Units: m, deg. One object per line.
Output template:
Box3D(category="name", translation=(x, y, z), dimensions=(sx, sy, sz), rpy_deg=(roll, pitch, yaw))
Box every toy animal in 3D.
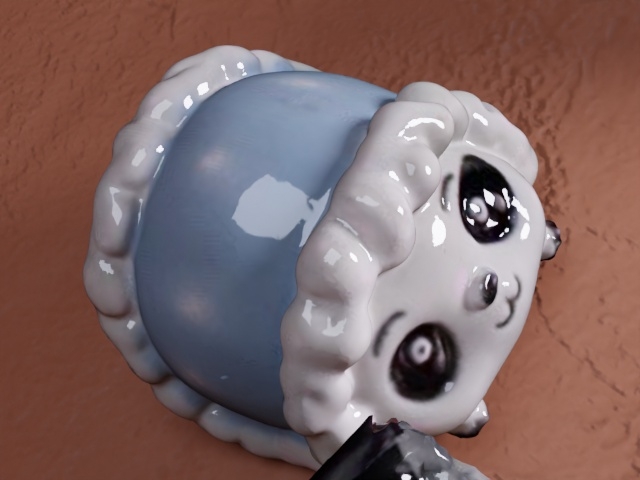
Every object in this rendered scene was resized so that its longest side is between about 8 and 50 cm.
Box3D(category="toy animal", translation=(0.000, 0.000, 0.678), dimensions=(0.204, 0.156, 0.208), rpy_deg=(17, 75, 34))

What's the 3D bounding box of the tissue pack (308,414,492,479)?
Box3D(category="tissue pack", translation=(-0.012, 0.245, 0.507), dimensions=(0.332, 0.123, 0.245), rpy_deg=(-45, 48, -2))
